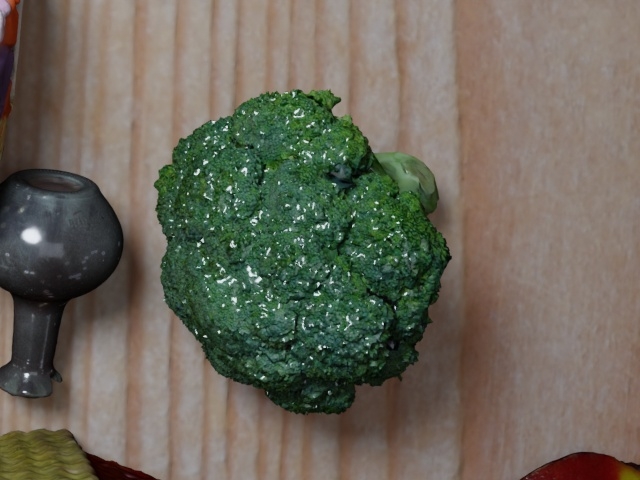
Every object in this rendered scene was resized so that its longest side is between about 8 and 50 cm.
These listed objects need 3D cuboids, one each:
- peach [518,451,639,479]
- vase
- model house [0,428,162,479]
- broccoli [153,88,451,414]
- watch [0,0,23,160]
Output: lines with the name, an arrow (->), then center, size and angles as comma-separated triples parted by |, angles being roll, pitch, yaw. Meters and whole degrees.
peach -> 0.231, 0.318, 1.227 | 0.279, 0.068, 0.189 | -38, 104, -12
vase -> -0.223, 0.039, 1.017 | 0.120, 0.120, 0.182 | 3, 108, -20
model house -> -0.212, 0.236, 0.992 | 0.254, 0.196, 0.160 | 31, 84, -18
broccoli -> 0.000, 0.000, 1.039 | 0.270, 0.270, 0.270 | -34, 108, -44
watch -> -0.335, -0.138, 0.918 | 0.231, 0.196, 0.244 | 9, 99, -15
